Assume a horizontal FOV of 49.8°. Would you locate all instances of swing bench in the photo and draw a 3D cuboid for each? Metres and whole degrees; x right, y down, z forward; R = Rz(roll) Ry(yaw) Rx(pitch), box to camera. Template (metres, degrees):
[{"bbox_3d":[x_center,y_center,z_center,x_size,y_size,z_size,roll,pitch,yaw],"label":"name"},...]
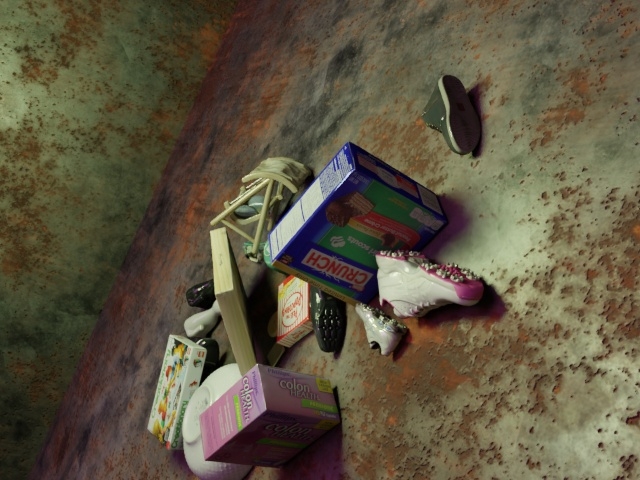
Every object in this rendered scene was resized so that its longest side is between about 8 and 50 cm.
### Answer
[{"bbox_3d":[-0.172,-0.134,2.096,0.254,0.165,0.253,-55,3,18],"label":"swing bench"}]

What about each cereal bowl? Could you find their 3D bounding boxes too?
[{"bbox_3d":[-0.281,0.493,1.894,0.339,0.141,0.338,-41,35,38],"label":"cereal bowl"}]

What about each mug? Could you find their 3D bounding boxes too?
[{"bbox_3d":[-0.097,0.024,2.004,0.158,0.097,0.129,-35,39,43],"label":"mug"}]

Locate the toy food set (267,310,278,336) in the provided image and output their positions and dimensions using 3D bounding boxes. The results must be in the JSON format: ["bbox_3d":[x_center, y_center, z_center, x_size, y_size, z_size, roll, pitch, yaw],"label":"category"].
[{"bbox_3d":[-0.123,0.235,1.958,0.083,0.020,0.082,-60,28,10],"label":"toy food set"}]

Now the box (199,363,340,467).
[{"bbox_3d":[-0.119,0.409,1.579,0.243,0.214,0.117,-45,43,29],"label":"box"}]

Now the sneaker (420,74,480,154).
[{"bbox_3d":[0.301,-0.266,1.605,0.118,0.083,0.222,121,151,-53],"label":"sneaker"}]

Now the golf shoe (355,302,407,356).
[{"bbox_3d":[0.118,0.196,1.537,0.176,0.069,0.086,34,103,63],"label":"golf shoe"}]

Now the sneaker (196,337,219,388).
[{"bbox_3d":[-0.362,0.447,2.128,0.124,0.107,0.283,26,99,56],"label":"sneaker"}]

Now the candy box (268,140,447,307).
[{"bbox_3d":[0.076,-0.024,1.567,0.317,0.268,0.122,-48,29,29],"label":"candy box"}]

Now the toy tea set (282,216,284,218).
[{"bbox_3d":[0.029,-0.053,1.751,0.336,0.124,0.200,-48,67,25],"label":"toy tea set"}]

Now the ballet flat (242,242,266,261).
[{"bbox_3d":[-0.190,0.037,2.206,0.188,0.070,0.070,-2,66,61],"label":"ballet flat"}]

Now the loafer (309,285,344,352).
[{"bbox_3d":[0.012,0.178,1.723,0.078,0.076,0.223,120,149,-56],"label":"loafer"}]

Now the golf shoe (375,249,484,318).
[{"bbox_3d":[0.219,0.105,1.417,0.306,0.115,0.140,20,105,61],"label":"golf shoe"}]

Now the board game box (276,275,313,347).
[{"bbox_3d":[-0.059,0.173,1.873,0.147,0.045,0.193,-41,36,37],"label":"board game box"}]

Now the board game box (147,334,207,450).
[{"bbox_3d":[-0.436,0.454,2.085,0.193,0.053,0.305,8,85,57],"label":"board game box"}]

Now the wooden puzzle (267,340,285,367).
[{"bbox_3d":[-0.120,0.311,1.903,0.116,0.014,0.078,-54,25,18],"label":"wooden puzzle"}]

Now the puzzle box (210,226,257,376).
[{"bbox_3d":[-0.249,0.163,1.968,0.052,0.272,0.409,-16,25,-4],"label":"puzzle box"}]

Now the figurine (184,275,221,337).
[{"bbox_3d":[-0.370,0.204,2.343,0.209,0.092,0.214,-41,37,30],"label":"figurine"}]
